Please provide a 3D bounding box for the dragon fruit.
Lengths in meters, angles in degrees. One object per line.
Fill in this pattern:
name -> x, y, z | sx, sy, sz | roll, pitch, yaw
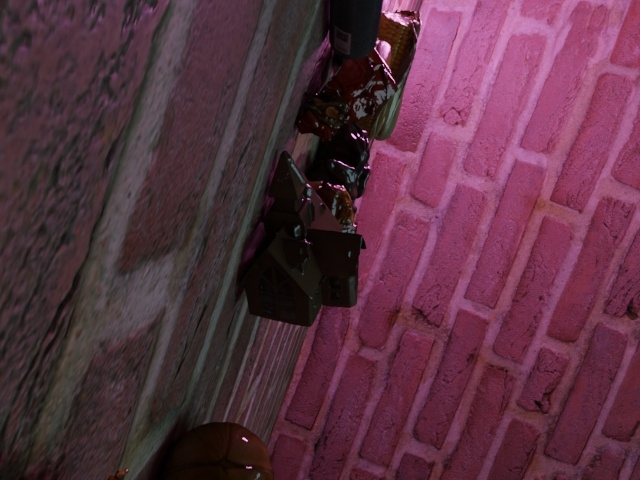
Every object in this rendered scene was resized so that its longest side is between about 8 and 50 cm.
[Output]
dragon fruit -> 0.021, -0.235, 0.981 | 0.192, 0.122, 0.092 | -47, 138, -28

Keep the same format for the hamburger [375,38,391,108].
hamburger -> 0.097, -0.336, 1.313 | 0.147, 0.083, 0.138 | 99, 11, -46

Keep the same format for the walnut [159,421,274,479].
walnut -> -0.144, 0.343, 0.888 | 0.207, 0.167, 0.167 | 107, 5, -49

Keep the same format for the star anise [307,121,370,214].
star anise -> 0.032, -0.101, 1.311 | 0.331, 0.117, 0.332 | 15, 90, -82

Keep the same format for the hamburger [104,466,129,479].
hamburger -> -0.166, 0.312, 0.421 | 0.276, 0.178, 0.295 | -64, 169, -79

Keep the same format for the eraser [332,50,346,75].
eraser -> 0.034, -0.300, 1.067 | 0.099, 0.027, 0.019 | 87, 16, -79

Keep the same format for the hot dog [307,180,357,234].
hot dog -> 0.000, 0.000, 1.136 | 0.103, 0.146, 0.213 | -125, -143, -60

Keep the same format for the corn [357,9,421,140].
corn -> 0.155, -0.384, 1.486 | 0.123, 0.122, 0.306 | -33, 143, -59

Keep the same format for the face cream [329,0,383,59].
face cream -> 0.049, -0.337, 0.817 | 0.283, 0.073, 0.073 | 92, 19, -75

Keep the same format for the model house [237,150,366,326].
model house -> -0.023, -0.020, 0.943 | 0.181, 0.176, 0.248 | -64, 156, -48
